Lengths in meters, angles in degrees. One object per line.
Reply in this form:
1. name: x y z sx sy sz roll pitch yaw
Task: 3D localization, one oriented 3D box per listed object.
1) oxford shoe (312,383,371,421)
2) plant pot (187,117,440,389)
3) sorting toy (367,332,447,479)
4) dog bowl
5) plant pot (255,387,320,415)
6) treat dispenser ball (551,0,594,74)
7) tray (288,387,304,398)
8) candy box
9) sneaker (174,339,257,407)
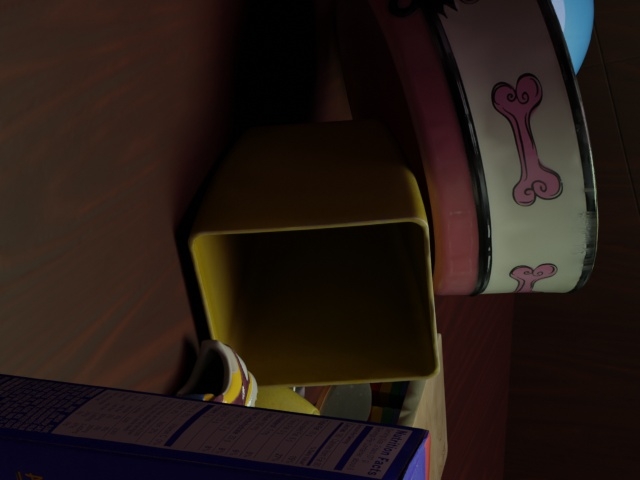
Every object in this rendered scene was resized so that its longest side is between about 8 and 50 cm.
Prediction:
1. oxford shoe: 0.001 0.209 1.791 0.076 0.076 0.212 -15 141 -30
2. plant pot: 0.000 0.000 1.513 0.187 0.212 0.212 -88 173 -47
3. sorting toy: 0.107 0.303 2.241 0.255 0.089 0.257 -68 159 -46
4. dog bowl: 0.132 -0.125 1.587 0.408 0.150 0.408 165 -90 -84
5. plant pot: -0.053 0.195 1.566 0.134 0.095 0.134 6 90 -75
6. treat dispenser ball: 0.185 -0.272 1.910 0.288 0.288 0.288 6 90 -75
7. tray: -0.054 0.279 1.700 0.145 0.030 0.270 70 28 -78
8. candy box: -0.098 0.234 0.969 0.122 0.317 0.268 -42 137 -69
9. sneaker: -0.109 0.180 1.427 0.084 0.069 0.185 60 32 -51
